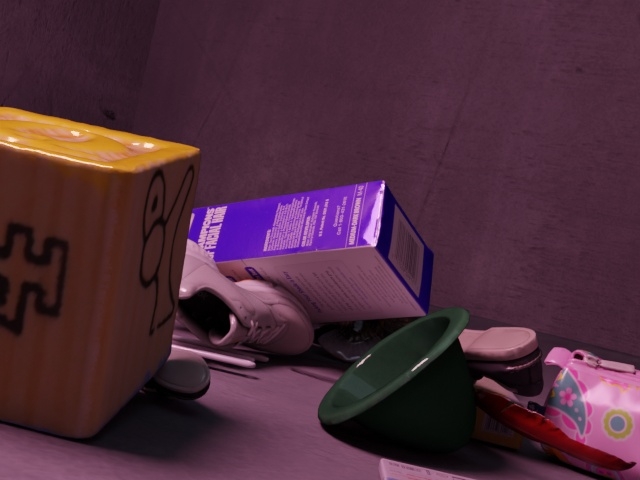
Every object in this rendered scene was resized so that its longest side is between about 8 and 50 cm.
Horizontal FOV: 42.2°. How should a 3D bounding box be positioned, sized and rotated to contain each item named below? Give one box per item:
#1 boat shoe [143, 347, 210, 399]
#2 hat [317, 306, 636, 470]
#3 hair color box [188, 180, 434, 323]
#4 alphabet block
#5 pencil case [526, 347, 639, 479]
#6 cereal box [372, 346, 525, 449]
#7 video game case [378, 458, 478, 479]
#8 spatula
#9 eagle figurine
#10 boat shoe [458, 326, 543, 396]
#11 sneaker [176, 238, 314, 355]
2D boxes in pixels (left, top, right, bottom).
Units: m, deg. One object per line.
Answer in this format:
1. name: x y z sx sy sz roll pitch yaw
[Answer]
1. boat shoe: -0.140 0.123 0.755 0.125 0.038 0.046 12 33 42
2. hat: 0.122 0.181 0.774 0.183 0.173 0.208 53 -17 -4
3. hair color box: -0.037 0.030 1.131 0.339 0.110 0.185 -8 -35 26
4. alphabet block: -0.219 0.011 0.646 0.194 0.197 0.192 12 11 4
5. pencil case: 0.351 0.188 0.792 0.284 0.124 0.124 13 1 35
6. cereal box: 0.136 0.177 0.969 0.173 0.047 0.240 12 0 6
7. video game case: 0.089 0.189 0.603 0.087 0.011 0.122 13 0 0
8. spatula: -0.187 0.123 0.991 0.242 0.019 0.168 13 -5 3
9. eagle figurine: 0.081 0.114 1.356 0.226 0.225 0.298 58 -11 28
10. boat shoe: 0.149 0.132 0.879 0.075 0.064 0.206 -28 12 -35
11. sneaker: -0.103 0.100 1.015 0.262 0.099 0.121 29 18 -35
